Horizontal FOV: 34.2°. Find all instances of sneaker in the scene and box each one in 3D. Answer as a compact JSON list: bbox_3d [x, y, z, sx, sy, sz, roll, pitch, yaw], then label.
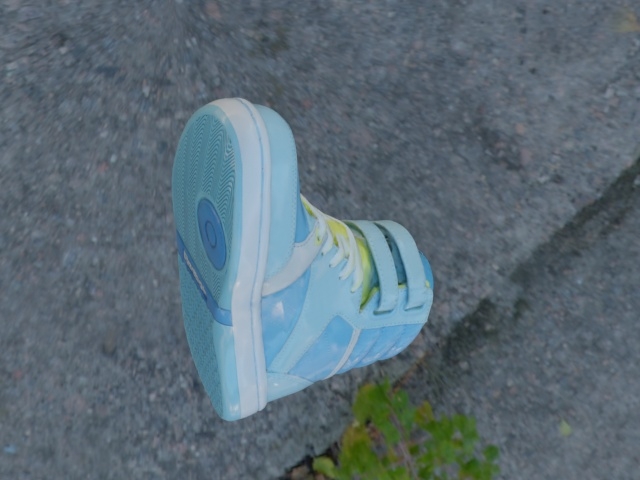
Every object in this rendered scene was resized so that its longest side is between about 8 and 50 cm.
[{"bbox_3d":[0.000,0.000,0.810,0.208,0.127,0.319,-16,144,-19],"label":"sneaker"}]
